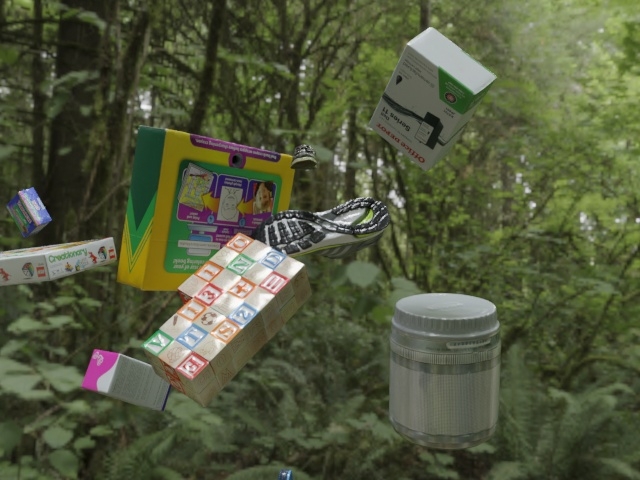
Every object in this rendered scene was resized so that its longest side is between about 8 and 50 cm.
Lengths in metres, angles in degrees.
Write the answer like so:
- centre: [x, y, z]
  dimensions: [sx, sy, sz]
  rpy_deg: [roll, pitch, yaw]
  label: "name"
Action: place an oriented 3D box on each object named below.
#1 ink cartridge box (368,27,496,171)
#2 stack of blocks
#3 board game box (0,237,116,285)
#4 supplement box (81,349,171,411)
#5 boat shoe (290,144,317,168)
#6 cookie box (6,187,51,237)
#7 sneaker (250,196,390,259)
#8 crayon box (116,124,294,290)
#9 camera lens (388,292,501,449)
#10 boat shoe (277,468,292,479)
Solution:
- centre: [0.196, -0.250, 1.308]
  dimensions: [0.153, 0.087, 0.208]
  rpy_deg: [40, -37, 12]
  label: "ink cartridge box"
- centre: [-0.177, 0.134, 1.310]
  dimensions: [0.171, 0.297, 0.087]
  rpy_deg: [24, -35, 31]
  label: "stack of blocks"
- centre: [-0.575, 0.047, 1.380]
  dimensions: [0.305, 0.053, 0.193]
  rpy_deg: [-7, 6, 21]
  label: "board game box"
- centre: [-0.526, 0.387, 1.987]
  dimensions: [0.111, 0.114, 0.220]
  rpy_deg: [3, -20, 34]
  label: "supplement box"
- centre: [-0.035, -0.171, 1.477]
  dimensions: [0.056, 0.049, 0.152]
  rpy_deg: [-7, 1, 0]
  label: "boat shoe"
- centre: [-0.696, -0.066, 1.722]
  dimensions: [0.040, 0.092, 0.107]
  rpy_deg: [-31, 4, -42]
  label: "cookie box"
- centre: [0.000, 0.000, 1.532]
  dimensions: [0.300, 0.111, 0.121]
  rpy_deg: [-9, -32, 0]
  label: "sneaker"
- centre: [-0.229, -0.053, 1.520]
  dimensions: [0.106, 0.313, 0.363]
  rpy_deg: [14, 5, 41]
  label: "crayon box"
- centre: [0.247, 0.261, 1.444]
  dimensions: [0.219, 0.274, 0.219]
  rpy_deg: [0, 10, 0]
  label: "camera lens"
- centre: [-0.143, 0.811, 2.155]
  dimensions: [0.089, 0.258, 0.109]
  rpy_deg: [10, -4, 13]
  label: "boat shoe"
